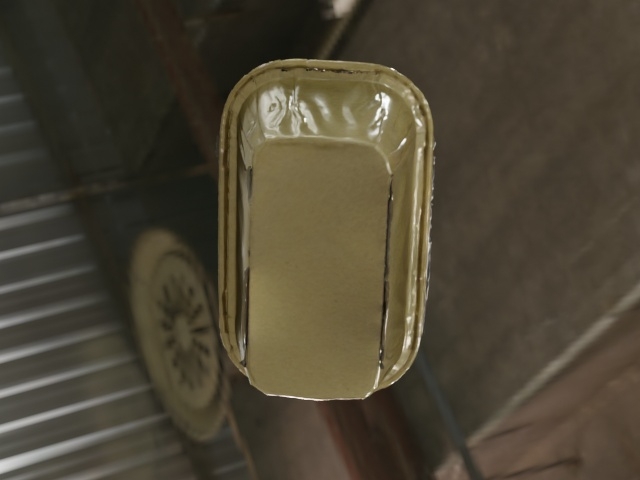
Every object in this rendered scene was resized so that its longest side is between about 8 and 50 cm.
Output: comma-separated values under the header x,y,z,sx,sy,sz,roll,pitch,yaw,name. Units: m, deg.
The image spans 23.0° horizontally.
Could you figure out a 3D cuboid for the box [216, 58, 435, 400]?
x,y,z,sx,sy,sz,roll,pitch,yaw,name
0.000,0.000,0.786,0.111,0.111,0.177,29,-58,55,box
